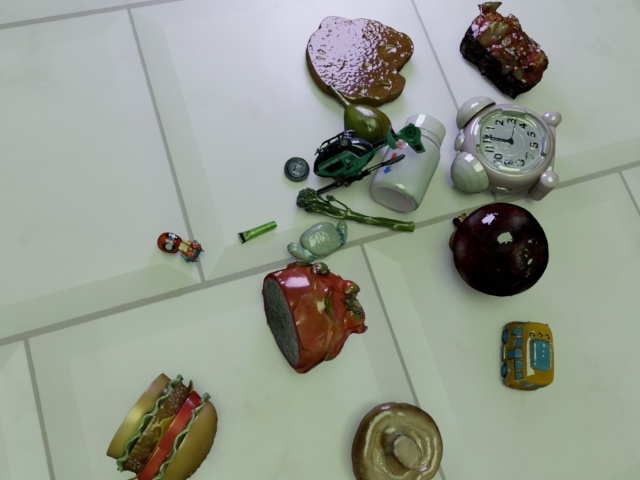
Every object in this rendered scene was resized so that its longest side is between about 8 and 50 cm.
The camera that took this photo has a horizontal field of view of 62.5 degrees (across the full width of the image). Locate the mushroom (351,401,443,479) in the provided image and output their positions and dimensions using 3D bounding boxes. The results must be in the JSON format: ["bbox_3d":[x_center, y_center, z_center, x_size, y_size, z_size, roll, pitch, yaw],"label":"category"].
[{"bbox_3d":[0.212,0.583,1.448,0.279,0.146,0.277,3,79,-17],"label":"mushroom"}]

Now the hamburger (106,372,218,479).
[{"bbox_3d":[-0.374,0.485,1.321,0.212,0.274,0.274,32,72,0],"label":"hamburger"}]

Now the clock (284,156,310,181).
[{"bbox_3d":[-0.077,-0.228,1.701,0.085,0.017,0.085,2,74,-8],"label":"clock"}]

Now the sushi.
[{"bbox_3d":[0.649,-0.678,1.857,0.343,0.182,0.196,47,66,3],"label":"sushi"}]

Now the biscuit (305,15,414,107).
[{"bbox_3d":[0.144,-0.624,1.820,0.382,0.074,0.358,-15,79,-15],"label":"biscuit"}]

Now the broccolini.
[{"bbox_3d":[0.117,-0.098,1.664,0.393,0.074,0.078,10,56,-8],"label":"broccolini"}]

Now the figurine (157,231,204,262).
[{"bbox_3d":[-0.416,0.015,1.552,0.140,0.075,0.068,21,73,9],"label":"figurine"}]

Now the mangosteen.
[{"bbox_3d":[0.529,0.029,1.598,0.297,0.294,0.296,10,77,-48],"label":"mangosteen"}]

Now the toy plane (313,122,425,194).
[{"bbox_3d":[0.119,-0.260,1.589,0.382,0.106,0.155,-24,109,18],"label":"toy plane"}]

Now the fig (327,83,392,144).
[{"bbox_3d":[0.124,-0.411,1.695,0.151,0.151,0.259,-32,94,-16],"label":"fig"}]

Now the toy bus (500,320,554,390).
[{"bbox_3d":[0.628,0.341,1.583,0.126,0.136,0.209,9,72,-6],"label":"toy bus"}]

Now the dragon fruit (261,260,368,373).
[{"bbox_3d":[-0.011,0.195,1.460,0.226,0.305,0.305,-17,77,-21],"label":"dragon fruit"}]

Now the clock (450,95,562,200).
[{"bbox_3d":[0.603,-0.304,1.747,0.326,0.184,0.341,10,68,-1],"label":"clock"}]

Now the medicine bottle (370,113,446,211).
[{"bbox_3d":[0.285,-0.250,1.682,0.170,0.170,0.292,26,73,-1],"label":"medicine bottle"}]

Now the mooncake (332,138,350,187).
[{"bbox_3d":[0.072,-0.251,1.702,0.130,0.073,0.125,33,74,3],"label":"mooncake"}]

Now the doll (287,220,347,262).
[{"bbox_3d":[0.000,0.000,1.617,0.214,0.071,0.103,-27,76,-24],"label":"doll"}]

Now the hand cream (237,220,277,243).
[{"bbox_3d":[-0.193,-0.029,1.624,0.122,0.023,0.036,-24,83,-10],"label":"hand cream"}]
